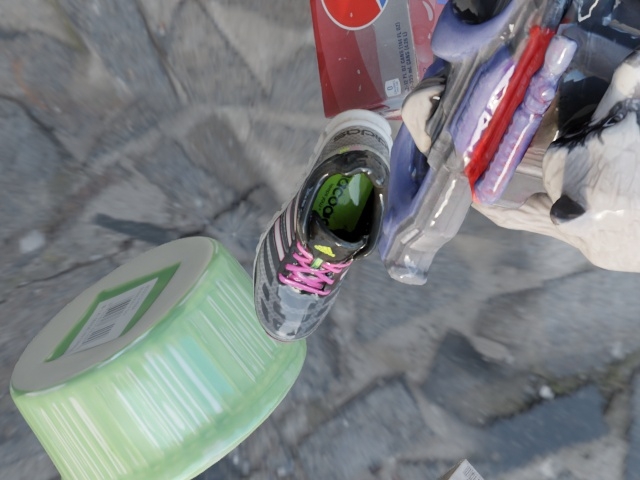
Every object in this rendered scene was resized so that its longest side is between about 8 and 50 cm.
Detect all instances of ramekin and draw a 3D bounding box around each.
[{"bbox_3d":[-0.179,0.130,1.900,0.303,0.303,0.148,-35,108,-2],"label":"ramekin"}]

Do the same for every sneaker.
[{"bbox_3d":[0.000,0.000,1.173,0.063,0.075,0.170,21,112,-11],"label":"sneaker"}]

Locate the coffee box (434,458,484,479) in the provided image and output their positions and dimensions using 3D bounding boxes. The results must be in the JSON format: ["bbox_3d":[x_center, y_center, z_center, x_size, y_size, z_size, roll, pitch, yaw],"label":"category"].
[{"bbox_3d":[0.102,0.332,1.860,0.141,0.246,0.098,-42,86,20],"label":"coffee box"}]

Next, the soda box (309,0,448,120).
[{"bbox_3d":[0.043,-0.216,1.216,0.083,0.092,0.263,-3,84,-46],"label":"soda box"}]

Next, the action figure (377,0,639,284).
[{"bbox_3d":[0.157,-0.126,0.775,0.179,0.341,0.330,21,48,-4],"label":"action figure"}]
